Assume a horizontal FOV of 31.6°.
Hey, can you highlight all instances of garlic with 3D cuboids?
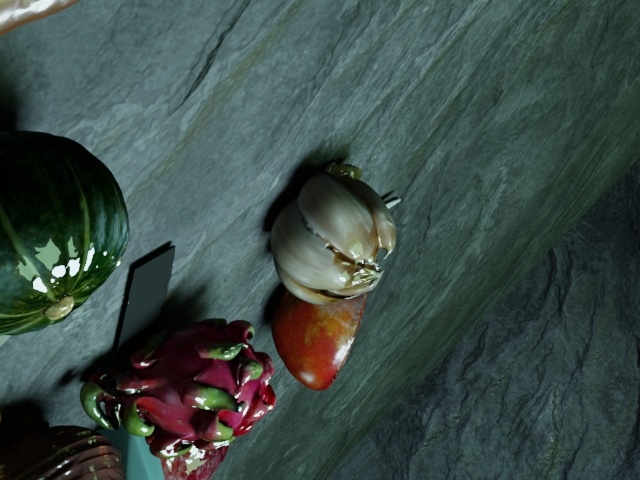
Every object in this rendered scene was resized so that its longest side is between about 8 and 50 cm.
[{"bbox_3d":[0.000,0.000,1.668,0.214,0.191,0.160,-43,139,22],"label":"garlic"}]

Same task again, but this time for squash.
[{"bbox_3d":[-0.275,-0.005,1.008,0.218,0.172,0.218,-45,168,-12],"label":"squash"}]

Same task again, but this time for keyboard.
[{"bbox_3d":[-0.237,0.082,1.516,0.074,0.015,0.196,-29,153,-36],"label":"keyboard"}]

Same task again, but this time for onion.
[{"bbox_3d":[-0.229,0.353,1.913,0.227,0.120,0.283,-36,159,-44],"label":"onion"}]

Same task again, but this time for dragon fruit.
[{"bbox_3d":[-0.196,0.214,1.600,0.273,0.218,0.198,-16,135,-12],"label":"dragon fruit"}]

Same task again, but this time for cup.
[{"bbox_3d":[-0.283,0.389,1.666,0.148,0.235,0.134,-32,136,17],"label":"cup"}]

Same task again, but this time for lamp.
[{"bbox_3d":[-0.355,0.348,1.458,0.247,0.247,0.247,-41,160,-18],"label":"lamp"}]

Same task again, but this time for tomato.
[{"bbox_3d":[-0.008,0.126,1.918,0.200,0.140,0.233,122,-14,-47],"label":"tomato"}]

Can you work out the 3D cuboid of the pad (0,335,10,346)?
[{"bbox_3d":[-0.348,0.042,1.199,0.159,0.009,0.265,-46,161,-4],"label":"pad"}]

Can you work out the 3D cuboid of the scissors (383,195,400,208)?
[{"bbox_3d":[0.075,-0.040,1.946,0.176,0.022,0.085,-30,150,-36],"label":"scissors"}]

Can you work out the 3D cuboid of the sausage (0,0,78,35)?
[{"bbox_3d":[-0.318,-0.139,0.771,0.419,0.094,0.094,-36,154,-32],"label":"sausage"}]
